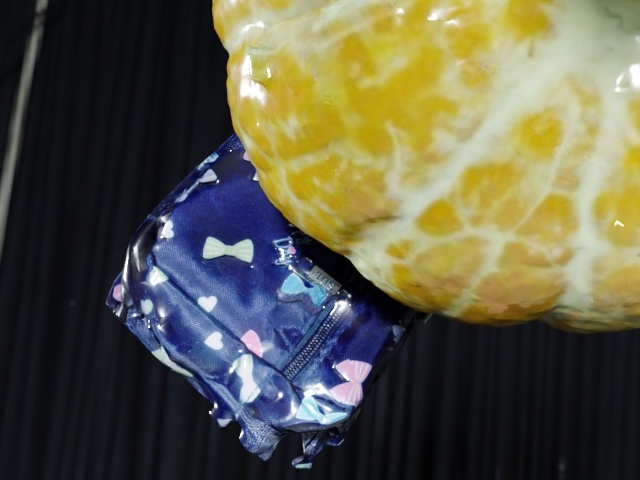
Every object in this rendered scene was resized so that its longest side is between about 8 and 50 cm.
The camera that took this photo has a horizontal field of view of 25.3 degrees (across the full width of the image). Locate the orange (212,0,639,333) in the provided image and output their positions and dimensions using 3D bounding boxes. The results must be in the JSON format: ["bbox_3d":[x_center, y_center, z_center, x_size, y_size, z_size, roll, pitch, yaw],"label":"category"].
[{"bbox_3d":[0.109,-0.116,0.688,0.329,0.329,0.249,8,3,-10],"label":"orange"}]

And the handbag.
[{"bbox_3d":[0.000,0.000,0.823,0.162,0.260,0.113,38,-34,-1],"label":"handbag"}]
